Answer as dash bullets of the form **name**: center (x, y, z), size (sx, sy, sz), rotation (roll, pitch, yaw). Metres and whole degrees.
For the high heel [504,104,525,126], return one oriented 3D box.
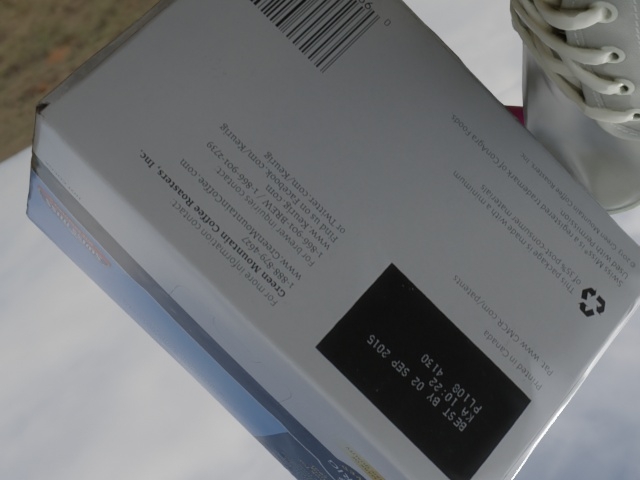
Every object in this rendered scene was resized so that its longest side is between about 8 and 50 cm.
- **high heel**: center (0.075, -0.164, 1.212), size (0.377, 0.181, 0.127), rotation (-6, 177, 23)

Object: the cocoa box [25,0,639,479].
- **cocoa box**: center (0.000, 0.000, 0.727), size (0.231, 0.347, 0.228), rotation (-46, -177, -21)

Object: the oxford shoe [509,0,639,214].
- **oxford shoe**: center (0.157, -0.142, 0.566), size (0.130, 0.169, 0.449), rotation (-36, 159, -15)
